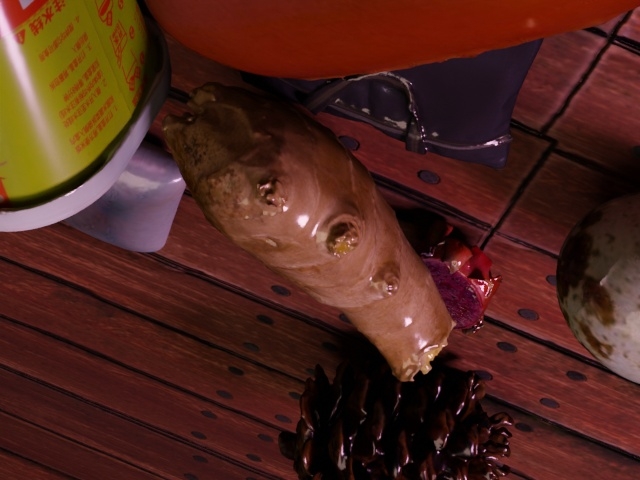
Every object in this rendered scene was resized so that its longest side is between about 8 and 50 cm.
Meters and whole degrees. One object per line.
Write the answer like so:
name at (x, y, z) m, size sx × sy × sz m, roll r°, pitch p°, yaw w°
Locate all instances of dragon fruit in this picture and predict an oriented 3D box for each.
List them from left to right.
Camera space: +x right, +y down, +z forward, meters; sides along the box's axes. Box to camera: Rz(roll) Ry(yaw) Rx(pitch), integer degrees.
dragon fruit at (0.131, 0.034, 1.589) m, size 0.112 × 0.068 × 0.126 m, roll 13°, pitch 140°, yaw 27°

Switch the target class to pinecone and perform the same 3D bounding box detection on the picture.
pinecone at (0.084, 0.241, 1.807) m, size 0.272 × 0.224 × 0.224 m, roll 1°, pitch 146°, yaw 10°

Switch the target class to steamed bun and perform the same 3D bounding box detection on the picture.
steamed bun at (0.039, -0.255, 1.000) m, size 0.379 × 0.235 × 0.248 m, roll -5°, pitch 144°, yaw 38°

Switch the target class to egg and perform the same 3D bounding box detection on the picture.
egg at (0.316, 0.051, 1.393) m, size 0.231 × 0.169 × 0.169 m, roll 26°, pitch 150°, yaw -14°

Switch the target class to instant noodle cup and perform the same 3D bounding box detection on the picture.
instant noodle cup at (-0.288, -0.209, 1.286) m, size 0.294 × 0.294 × 0.308 m, roll 10°, pitch 141°, yaw 18°

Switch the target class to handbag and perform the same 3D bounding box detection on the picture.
handbag at (0.055, -0.159, 1.298) m, size 0.254 × 0.088 × 0.211 m, roll 19°, pitch 144°, yaw 6°

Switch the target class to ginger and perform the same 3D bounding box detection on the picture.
ginger at (-0.018, -0.008, 1.466) m, size 0.236 × 0.166 × 0.375 m, roll 27°, pitch 156°, yaw 33°

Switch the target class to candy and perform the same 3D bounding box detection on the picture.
candy at (-0.214, -0.053, 1.654) m, size 0.138 × 0.071 × 0.174 m, roll 23°, pitch 151°, yaw -3°
